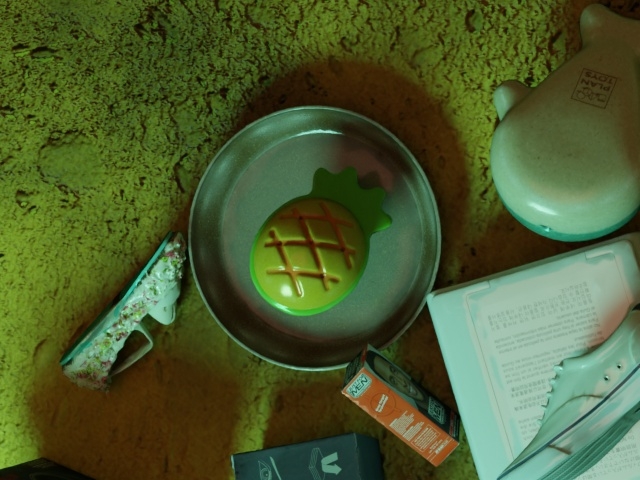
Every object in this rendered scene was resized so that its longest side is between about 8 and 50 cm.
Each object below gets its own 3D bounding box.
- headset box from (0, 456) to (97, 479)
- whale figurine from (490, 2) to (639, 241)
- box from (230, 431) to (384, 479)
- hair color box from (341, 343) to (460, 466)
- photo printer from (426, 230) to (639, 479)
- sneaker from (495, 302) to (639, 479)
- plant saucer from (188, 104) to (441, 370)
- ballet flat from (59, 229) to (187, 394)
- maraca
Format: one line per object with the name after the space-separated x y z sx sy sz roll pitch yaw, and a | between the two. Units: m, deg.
-0.298 0.358 1.774 0.293 0.218 0.110 19 95 17 | headset box
0.295 -0.124 1.646 0.216 0.141 0.272 17 71 16 | whale figurine
-0.007 0.314 1.733 0.158 0.093 0.156 -12 75 18 | box
0.093 0.187 1.702 0.141 0.072 0.043 38 109 -8 | hair color box
0.278 0.169 1.648 0.256 0.107 0.307 -18 86 16 | photo printer
0.273 0.172 1.557 0.258 0.094 0.091 -43 61 9 | sneaker
-0.004 -0.003 1.767 0.310 0.050 0.310 0 90 18 | plant saucer
-0.224 0.092 1.829 0.077 0.091 0.241 38 108 -10 | ballet flat
0.000 0.000 1.694 0.127 0.099 0.185 37 76 3 | maraca
